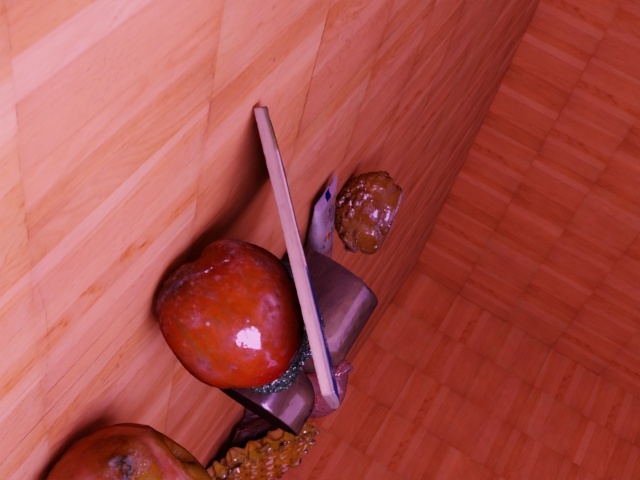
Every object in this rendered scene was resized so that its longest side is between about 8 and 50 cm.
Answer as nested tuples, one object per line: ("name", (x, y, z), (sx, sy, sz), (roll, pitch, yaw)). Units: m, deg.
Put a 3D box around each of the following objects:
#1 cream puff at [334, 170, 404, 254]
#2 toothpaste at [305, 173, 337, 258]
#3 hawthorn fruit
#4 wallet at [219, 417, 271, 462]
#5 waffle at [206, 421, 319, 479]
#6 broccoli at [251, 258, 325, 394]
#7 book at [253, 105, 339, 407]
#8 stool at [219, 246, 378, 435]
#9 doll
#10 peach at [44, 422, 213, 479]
("cream puff", (0.083, -0.054, 1.663), (0.150, 0.115, 0.165), (40, 71, -87))
("toothpaste", (0.000, 0.000, 1.601), (0.055, 0.058, 0.314), (-11, 149, -11))
("hawthorn fruit", (-0.097, 0.088, 1.018), (0.173, 0.172, 0.173), (-57, 170, -16))
("wallet", (-0.168, 0.457, 1.987), (0.095, 0.026, 0.176), (-10, 143, -34))
("waffle", (-0.149, 0.500, 1.973), (0.329, 0.062, 0.329), (-27, 155, -14))
("broccoli", (-0.088, 0.113, 1.183), (0.156, 0.195, 0.195), (-19, -161, 38))
("book", (-0.022, 0.030, 1.031), (0.018, 0.323, 0.228), (-14, 166, 0))
("stool", (-0.043, 0.164, 1.482), (0.264, 0.179, 0.179), (-58, 170, -16))
("doll", (-0.075, 0.350, 2.083), (0.303, 0.156, 0.201), (-8, 143, -41))
("peach", (-0.212, 0.306, 0.993), (0.214, 0.214, 0.236), (-54, 162, -29))
